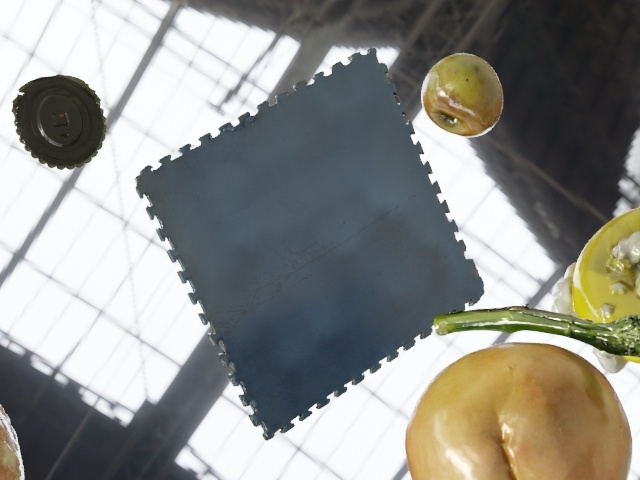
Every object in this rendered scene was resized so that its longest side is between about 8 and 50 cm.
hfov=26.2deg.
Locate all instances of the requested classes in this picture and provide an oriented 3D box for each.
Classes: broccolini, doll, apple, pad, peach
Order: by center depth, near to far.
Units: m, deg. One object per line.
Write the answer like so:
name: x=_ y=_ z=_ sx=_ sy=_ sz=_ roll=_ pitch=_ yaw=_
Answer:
peach: x=0.154 y=0.164 z=1.086 sx=0.184 sy=0.184 sz=0.184 roll=23 pitch=-143 yaw=-18
broccolini: x=0.199 y=0.071 z=1.104 sx=0.239 sy=0.051 sz=0.054 roll=3 pitch=-142 yaw=31
pad: x=0.000 y=0.000 z=1.210 sx=0.269 sy=0.012 sz=0.269 roll=-30 pitch=-75 yaw=-23
apple: x=0.151 y=-0.151 z=1.445 sx=0.089 sy=0.089 sz=0.074 roll=42 pitch=-111 yaw=9
doll: x=0.401 y=0.054 z=1.587 sx=0.252 sy=0.111 sz=0.237 roll=-39 pitch=-143 yaw=-16

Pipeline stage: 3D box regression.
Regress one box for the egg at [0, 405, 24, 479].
egg: x=-0.345 y=0.187 z=1.120 sx=0.233 sy=0.195 sz=0.195 roll=41 pitch=-146 yaw=21

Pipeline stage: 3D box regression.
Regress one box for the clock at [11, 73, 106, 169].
clock: x=-0.208 y=-0.095 z=1.102 sx=0.074 sy=0.010 sz=0.083 roll=-11 pitch=-106 yaw=-21
